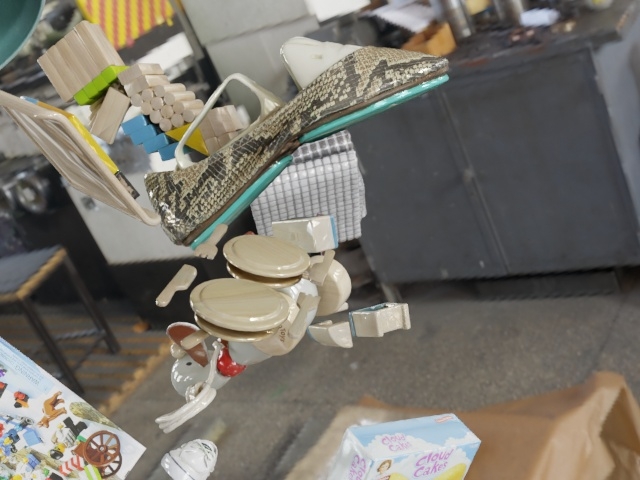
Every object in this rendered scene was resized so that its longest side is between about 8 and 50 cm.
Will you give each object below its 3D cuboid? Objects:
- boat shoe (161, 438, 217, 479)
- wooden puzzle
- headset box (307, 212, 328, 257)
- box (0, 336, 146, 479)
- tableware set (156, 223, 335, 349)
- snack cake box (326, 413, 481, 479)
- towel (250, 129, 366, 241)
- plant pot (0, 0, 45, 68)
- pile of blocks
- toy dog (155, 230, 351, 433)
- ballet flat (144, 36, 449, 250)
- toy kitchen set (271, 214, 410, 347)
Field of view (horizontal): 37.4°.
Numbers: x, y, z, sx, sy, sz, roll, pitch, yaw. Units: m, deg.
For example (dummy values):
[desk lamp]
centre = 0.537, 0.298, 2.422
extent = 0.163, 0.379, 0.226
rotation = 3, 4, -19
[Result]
[boat shoe]
centre = -0.225, 0.384, 1.671
extent = 0.076, 0.083, 0.226
rotation = -47, 1, -7
[wooden puzzle]
centre = -0.340, -0.123, 1.301
extent = 0.221, 0.238, 0.044
rotation = 23, 70, 46
[headset box]
centre = 0.000, 0.000, 1.597
extent = 0.032, 0.062, 0.083
rotation = 13, 54, 15
[box]
centre = -0.293, 0.181, 0.834
extent = 0.159, 0.233, 0.044
rotation = -55, 24, -20
[tableware set]
centre = -0.062, 0.047, 0.873
extent = 0.128, 0.039, 0.194
rotation = 13, 24, 6
[snack cake box]
centre = 0.145, 0.405, 1.682
extent = 0.264, 0.152, 0.089
rotation = 0, 30, -39
[towel]
centre = -0.031, -0.094, 1.934
extent = 0.235, 0.283, 0.121
rotation = -16, 59, -3
[plant pot]
centre = -0.524, -0.345, 1.187
extent = 0.293, 0.196, 0.293
rotation = -31, -21, -14
[pile of blocks]
centre = -0.277, -0.216, 1.532
extent = 0.149, 0.362, 0.112
rotation = -59, -7, 16
[toy dog]
centre = -0.124, 0.105, 1.331
extent = 0.334, 0.161, 0.220
rotation = -35, 0, 16
[ballet flat]
centre = -0.060, -0.174, 1.344
extent = 0.483, 0.182, 0.164
rotation = -33, 1, 16
[toy kitchen set]
centre = 0.036, 0.056, 1.513
extent = 0.166, 0.207, 0.122
rotation = -12, 6, -33
